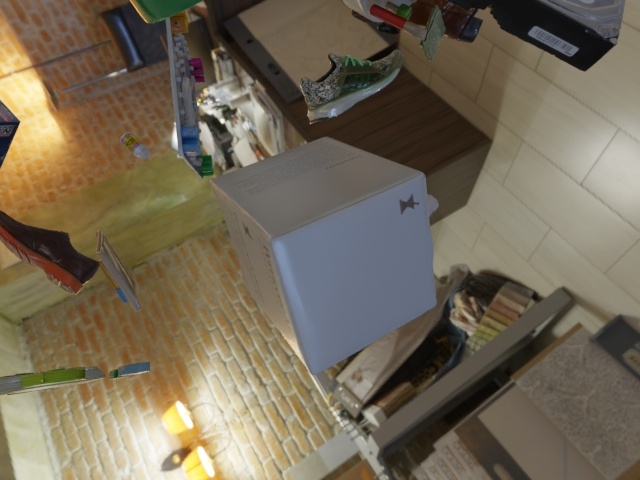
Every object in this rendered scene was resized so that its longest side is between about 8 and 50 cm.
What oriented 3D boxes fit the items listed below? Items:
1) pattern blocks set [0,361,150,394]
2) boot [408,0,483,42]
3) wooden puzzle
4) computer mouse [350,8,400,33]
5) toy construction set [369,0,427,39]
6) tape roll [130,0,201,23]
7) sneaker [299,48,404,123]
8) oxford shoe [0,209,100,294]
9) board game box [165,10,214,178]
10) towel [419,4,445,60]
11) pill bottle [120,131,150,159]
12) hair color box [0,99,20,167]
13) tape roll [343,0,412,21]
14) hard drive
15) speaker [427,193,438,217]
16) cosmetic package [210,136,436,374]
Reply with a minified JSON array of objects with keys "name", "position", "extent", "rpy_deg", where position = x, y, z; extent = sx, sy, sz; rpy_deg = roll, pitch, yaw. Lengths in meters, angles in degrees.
[{"name":"pattern blocks set","position":[-0.484,0.242,0.761],"extent":[0.286,0.325,0.026],"rpy_deg":[-21,71,37]},{"name":"boot","position":[0.355,-0.740,1.278],"extent":[0.096,0.281,0.264],"rpy_deg":[-78,5,-56]},{"name":"wooden puzzle","position":[-0.641,0.095,1.382],"extent":[0.239,0.044,0.220],"rpy_deg":[32,148,56]},{"name":"computer mouse","position":[0.176,-0.685,1.360],"extent":[0.071,0.242,0.041],"rpy_deg":[15,103,36]},{"name":"toy construction set","position":[0.277,-0.569,0.916],"extent":[0.237,0.257,0.308],"rpy_deg":[36,114,14]},{"name":"tape roll","position":[-0.248,-0.567,0.904],"extent":[0.321,0.321,0.077],"rpy_deg":[42,169,49]},{"name":"sneaker","position":[0.103,-0.562,1.487],"extent":[0.182,0.410,0.158],"rpy_deg":[60,167,-25]},{"name":"oxford shoe","position":[-0.639,0.008,1.017],"extent":[0.271,0.098,0.097],"rpy_deg":[40,148,-7]},{"name":"board game box","position":[-0.366,-0.398,1.273],"extent":[0.390,0.051,0.389],"rpy_deg":[171,93,-83]},{"name":"towel","position":[0.313,-0.568,1.227],"extent":[0.027,0.109,0.148],"rpy_deg":[23,-170,19]},{"name":"pill bottle","position":[-0.538,-0.274,1.288],"extent":[0.083,0.043,0.043],"rpy_deg":[41,161,5]},{"name":"hair color box","position":[-1.001,-0.261,1.250],"extent":[0.174,0.347,0.105],"rpy_deg":[46,-154,4]},{"name":"tape roll","position":[0.185,-0.689,0.975],"extent":[0.072,0.392,0.392],"rpy_deg":[40,157,18]},{"name":"hard drive","position":[0.319,-0.422,0.625],"extent":[0.237,0.338,0.064],"rpy_deg":[26,156,-4]},{"name":"speaker","position":[0.257,-0.061,1.167],"extent":[0.055,0.136,0.055],"rpy_deg":[30,151,19]},{"name":"cosmetic package","position":[0.000,0.000,0.989],"extent":[0.394,0.328,0.329],"rpy_deg":[38,147,54]}]
